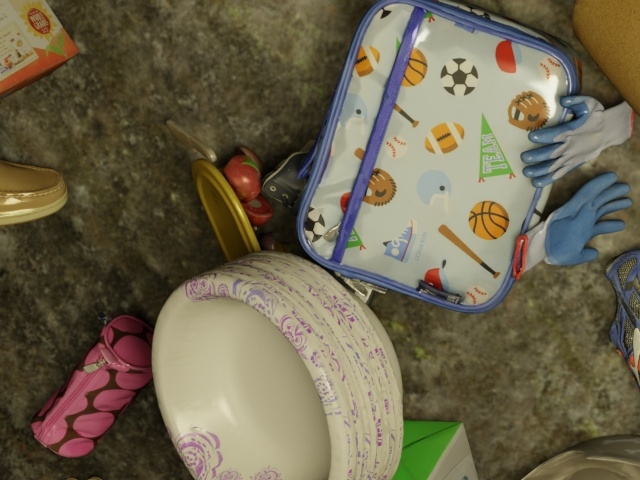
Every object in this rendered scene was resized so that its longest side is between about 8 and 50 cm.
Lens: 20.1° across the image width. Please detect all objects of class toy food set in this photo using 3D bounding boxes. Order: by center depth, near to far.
[{"bbox_3d":[-0.076,-0.039,1.948,0.128,0.071,0.218,29,145,61],"label":"toy food set"}]

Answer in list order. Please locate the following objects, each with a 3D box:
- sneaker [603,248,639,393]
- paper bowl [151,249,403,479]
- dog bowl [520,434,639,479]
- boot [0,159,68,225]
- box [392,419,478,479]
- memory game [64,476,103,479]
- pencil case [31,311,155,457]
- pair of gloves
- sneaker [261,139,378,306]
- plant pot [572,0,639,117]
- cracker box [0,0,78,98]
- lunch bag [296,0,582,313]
[{"bbox_3d":[0.332,0.105,1.797,0.087,0.083,0.221,6,109,41],"label":"sneaker"},{"bbox_3d":[-0.029,0.149,1.844,0.284,0.148,0.284,21,121,39],"label":"paper bowl"},{"bbox_3d":[0.333,0.360,1.889,0.348,0.102,0.349,12,117,25],"label":"dog bowl"},{"bbox_3d":[-0.413,-0.128,2.047,0.262,0.095,0.203,6,116,-4],"label":"boot"},{"bbox_3d":[0.046,0.326,2.005,0.262,0.127,0.231,-2,119,30],"label":"box"},{"bbox_3d":[-0.276,0.381,2.300,0.186,0.012,0.186,12,117,25],"label":"memory game"},{"bbox_3d":[-0.269,0.177,2.150,0.095,0.098,0.209,42,126,6],"label":"pencil case"},{"bbox_3d":[0.244,-0.055,1.714,0.023,0.159,0.198,31,132,38],"label":"pair of gloves"},{"bbox_3d":[0.001,-0.001,1.912,0.163,0.086,0.226,27,113,4],"label":"sneaker"},{"bbox_3d":[0.355,-0.169,1.578,0.254,0.237,0.237,37,126,27],"label":"plant pot"},{"bbox_3d":[-0.390,-0.267,1.979,0.067,0.155,0.232,-30,95,36],"label":"cracker box"},{"bbox_3d":[0.107,-0.083,1.762,0.243,0.115,0.303,20,107,5],"label":"lunch bag"}]
